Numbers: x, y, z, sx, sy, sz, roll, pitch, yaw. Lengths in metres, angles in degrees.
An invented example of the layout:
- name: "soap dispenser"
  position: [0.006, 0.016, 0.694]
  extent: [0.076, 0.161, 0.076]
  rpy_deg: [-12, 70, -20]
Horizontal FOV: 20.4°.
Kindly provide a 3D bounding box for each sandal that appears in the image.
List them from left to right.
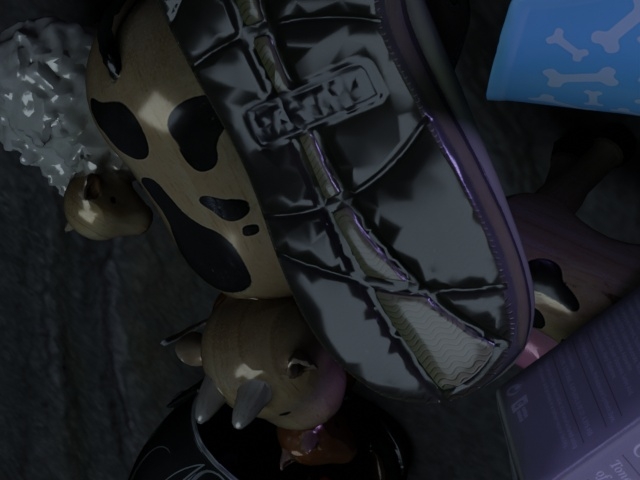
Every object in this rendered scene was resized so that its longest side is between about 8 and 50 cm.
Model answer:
- name: "sandal"
  position: [0.010, -0.084, 0.708]
  extent: [0.120, 0.086, 0.302]
  rpy_deg: [-10, 102, 31]

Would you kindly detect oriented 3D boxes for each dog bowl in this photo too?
- name: "dog bowl"
  position: [0.132, -0.160, 0.598]
  extent: [0.074, 0.166, 0.297]
  rpy_deg: [20, 140, 5]

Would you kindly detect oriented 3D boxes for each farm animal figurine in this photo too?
- name: "farm animal figurine"
  position: [0.000, 0.000, 0.850]
  extent: [0.330, 0.172, 0.326]
  rpy_deg: [-21, 113, 49]

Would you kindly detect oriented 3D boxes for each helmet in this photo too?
- name: "helmet"
  position: [-0.036, 0.173, 1.067]
  extent: [0.169, 0.169, 0.161]
  rpy_deg: [30, 126, 12]

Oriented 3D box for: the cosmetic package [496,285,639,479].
- name: "cosmetic package"
  position: [0.201, 0.053, 0.697]
  extent: [0.238, 0.107, 0.127]
  rpy_deg: [-38, 108, 15]
